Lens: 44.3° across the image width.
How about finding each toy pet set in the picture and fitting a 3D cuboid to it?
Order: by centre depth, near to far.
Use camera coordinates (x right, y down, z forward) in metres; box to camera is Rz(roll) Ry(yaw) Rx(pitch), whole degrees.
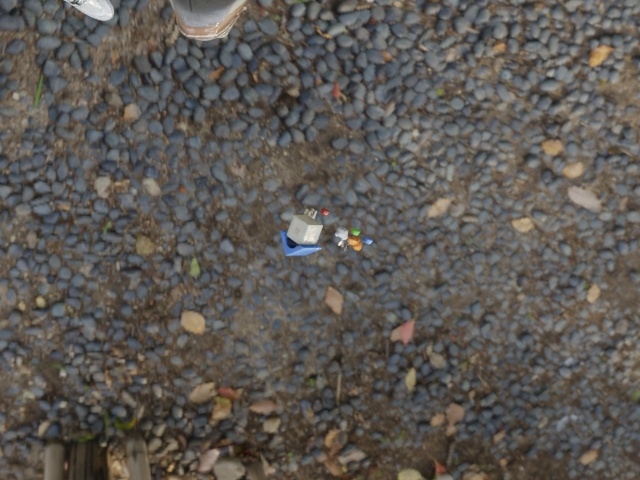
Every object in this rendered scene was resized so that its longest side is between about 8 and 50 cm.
[{"bbox_3d":[0.000,0.000,1.289,0.114,0.122,0.065,0,117,-47],"label":"toy pet set"}]

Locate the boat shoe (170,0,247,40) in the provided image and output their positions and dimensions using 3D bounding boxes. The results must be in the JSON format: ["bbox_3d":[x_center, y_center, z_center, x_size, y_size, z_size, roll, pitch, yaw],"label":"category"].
[{"bbox_3d":[-0.162,-0.362,1.192,0.123,0.324,0.116,4,124,-2],"label":"boat shoe"}]

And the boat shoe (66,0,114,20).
[{"bbox_3d":[-0.304,-0.305,0.979,0.035,0.035,0.100,-37,127,25],"label":"boat shoe"}]
